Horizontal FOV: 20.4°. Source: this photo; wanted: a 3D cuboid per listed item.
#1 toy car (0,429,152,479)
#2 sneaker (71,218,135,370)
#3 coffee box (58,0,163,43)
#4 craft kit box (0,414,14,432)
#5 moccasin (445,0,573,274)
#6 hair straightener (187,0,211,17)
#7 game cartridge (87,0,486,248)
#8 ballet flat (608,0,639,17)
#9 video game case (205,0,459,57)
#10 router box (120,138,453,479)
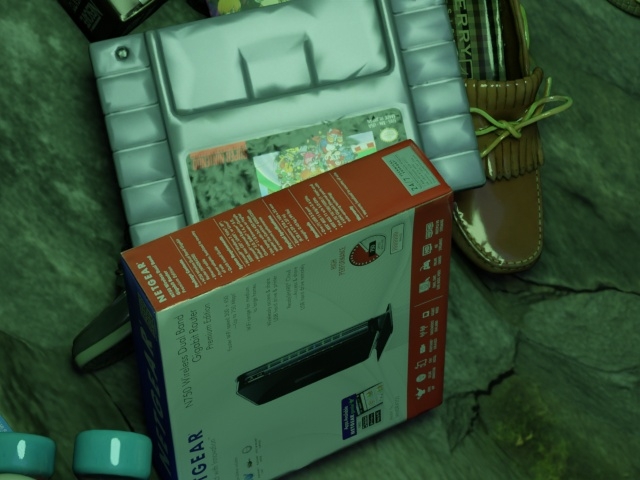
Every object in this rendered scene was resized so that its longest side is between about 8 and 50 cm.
[{"bbox_3d":[-0.280,0.266,1.569,0.210,0.238,0.219,-3,73,25],"label":"toy car"},{"bbox_3d":[-0.186,0.027,1.799,0.222,0.083,0.118,-41,79,-12],"label":"sneaker"},{"bbox_3d":[-0.256,-0.348,1.763,0.119,0.168,0.297,-40,95,-16],"label":"coffee box"},{"bbox_3d":[-0.394,0.263,1.715,0.247,0.061,0.250,-36,94,-19],"label":"craft kit box"},{"bbox_3d":[0.178,-0.154,1.877,0.139,0.147,0.380,-1,84,-17],"label":"moccasin"},{"bbox_3d":[-0.033,-0.218,1.873,0.230,0.047,0.089,17,79,-8],"label":"hair straightener"},{"bbox_3d":[-0.031,-0.119,1.747,0.355,0.068,0.230,-13,84,-4],"label":"game cartridge"},{"bbox_3d":[0.311,-0.356,1.984,0.084,0.058,0.250,-37,95,-16],"label":"ballet flat"},{"bbox_3d":[0.001,-0.249,1.813,0.232,0.042,0.210,-17,87,1],"label":"video game case"},{"bbox_3d":[-0.025,0.091,1.709,0.301,0.335,0.082,-23,52,-17],"label":"router box"}]
